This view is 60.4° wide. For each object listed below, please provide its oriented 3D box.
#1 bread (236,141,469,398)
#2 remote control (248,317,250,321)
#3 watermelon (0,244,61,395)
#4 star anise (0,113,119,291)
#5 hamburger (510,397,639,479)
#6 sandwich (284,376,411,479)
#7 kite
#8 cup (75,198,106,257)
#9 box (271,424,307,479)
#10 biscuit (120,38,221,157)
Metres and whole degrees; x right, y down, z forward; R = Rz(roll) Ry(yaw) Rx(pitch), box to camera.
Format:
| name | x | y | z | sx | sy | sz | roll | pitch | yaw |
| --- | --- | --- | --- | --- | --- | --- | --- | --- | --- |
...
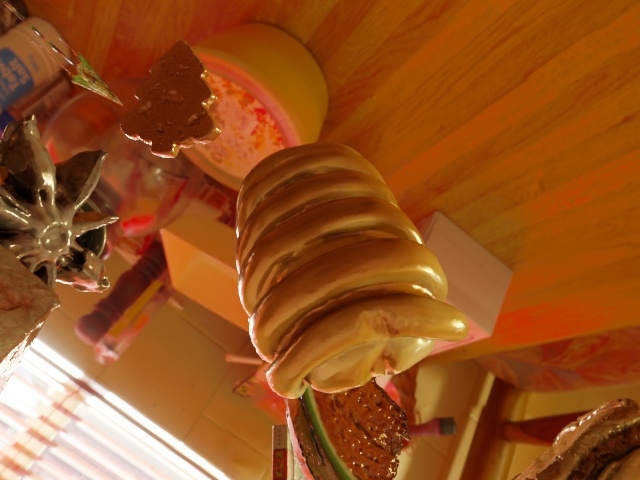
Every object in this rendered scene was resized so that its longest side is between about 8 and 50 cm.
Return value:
| name | x | y | z | sx | sy | sz | roll | pitch | yaw |
| --- | --- | --- | --- | --- | --- | --- | --- | --- | --- |
| bread | 0.000 | 0.000 | 0.528 | 0.173 | 0.311 | 0.121 | -22 | 127 | -1 |
| remote control | -0.024 | 0.105 | 1.104 | 0.066 | 0.266 | 0.090 | 53 | -176 | 3 |
| watermelon | -0.351 | 0.066 | 0.426 | 0.213 | 0.201 | 0.262 | 36 | 155 | -10 |
| star anise | -0.409 | -0.026 | 0.726 | 0.139 | 0.315 | 0.359 | 5 | 145 | 20 |
| hamburger | 0.399 | 0.355 | 0.811 | 0.144 | 0.283 | 0.259 | 44 | 164 | 24 |
| sandwich | 0.022 | 0.241 | 0.726 | 0.235 | 0.159 | 0.079 | 50 | 134 | 9 |
| kite | -0.448 | -0.320 | 0.967 | 0.244 | 0.006 | 0.198 | 42 | -169 | -32 |
| cup | -0.581 | -0.013 | 1.263 | 0.199 | 0.199 | 0.150 | 37 | 173 | -6 |
| box | -0.006 | 0.402 | 0.964 | 0.034 | 0.132 | 0.235 | -15 | 152 | 28 |
| biscuit | -0.370 | -0.363 | 1.410 | 0.284 | 0.306 | 0.043 | 8 | 175 | 17 |
